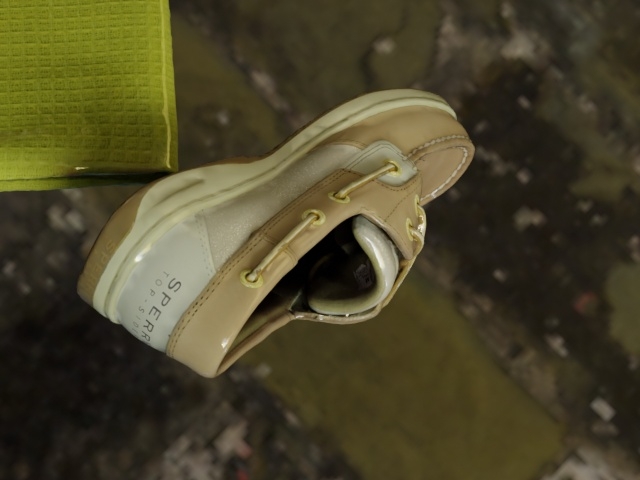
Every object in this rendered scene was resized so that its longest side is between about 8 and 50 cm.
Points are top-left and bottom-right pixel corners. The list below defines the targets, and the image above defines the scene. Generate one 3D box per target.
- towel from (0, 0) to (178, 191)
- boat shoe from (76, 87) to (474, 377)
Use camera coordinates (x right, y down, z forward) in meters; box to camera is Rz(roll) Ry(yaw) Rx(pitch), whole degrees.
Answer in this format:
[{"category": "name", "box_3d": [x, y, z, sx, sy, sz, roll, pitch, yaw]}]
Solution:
[{"category": "towel", "box_3d": [-0.093, -0.124, 0.460, 0.021, 0.102, 0.237, 99, 166, -68]}, {"category": "boat shoe", "box_3d": [0.000, 0.000, 0.433, 0.045, 0.135, 0.050, 43, 131, 18]}]
